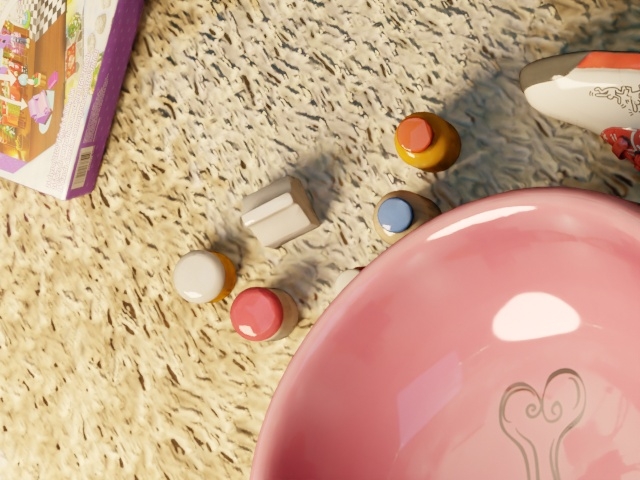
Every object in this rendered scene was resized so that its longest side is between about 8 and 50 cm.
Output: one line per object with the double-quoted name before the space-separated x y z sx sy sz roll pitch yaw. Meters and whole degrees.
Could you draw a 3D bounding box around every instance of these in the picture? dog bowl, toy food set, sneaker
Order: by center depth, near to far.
"dog bowl" 0.129 0.147 1.001 0.408 0.150 0.408 -23 50 31
"sneaker" 0.262 -0.045 1.118 0.270 0.090 0.145 7 87 10
"toy food set" 0.000 0.000 1.166 0.232 0.104 0.111 -26 83 10

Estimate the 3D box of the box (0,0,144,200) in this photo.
"box" -0.229 -0.200 1.224 0.201 0.057 0.293 20 103 12
